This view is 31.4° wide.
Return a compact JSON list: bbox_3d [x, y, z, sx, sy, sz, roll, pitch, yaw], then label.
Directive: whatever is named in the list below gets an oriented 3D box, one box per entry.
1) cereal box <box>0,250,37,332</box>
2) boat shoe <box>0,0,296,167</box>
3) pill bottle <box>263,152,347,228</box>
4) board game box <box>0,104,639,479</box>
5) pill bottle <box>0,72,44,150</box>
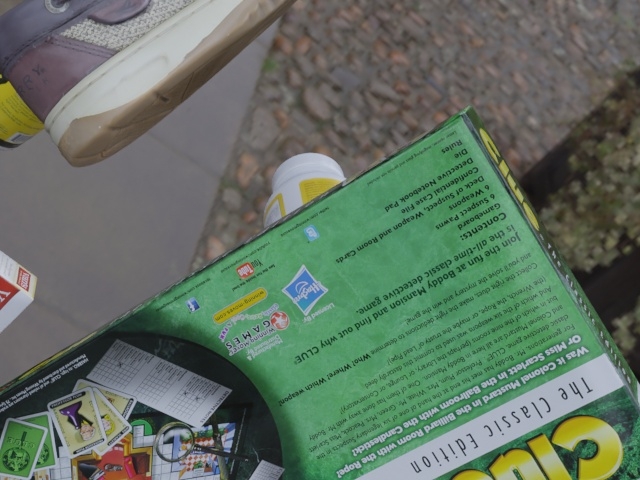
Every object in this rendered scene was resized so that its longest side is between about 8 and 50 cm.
[{"bbox_3d":[-0.402,0.030,1.019,0.240,0.173,0.047,40,16,-25],"label":"cereal box"},{"bbox_3d":[-0.045,-0.157,0.587,0.285,0.103,0.092,-44,97,-17],"label":"boat shoe"},{"bbox_3d":[0.000,0.000,1.083,0.103,0.103,0.184,22,34,-26],"label":"pill bottle"},{"bbox_3d":[-0.024,0.076,0.407,0.136,0.259,0.030,59,18,-3],"label":"board game box"},{"bbox_3d":[-0.378,-0.219,1.535,0.119,0.208,0.119,46,27,-32],"label":"pill bottle"}]
